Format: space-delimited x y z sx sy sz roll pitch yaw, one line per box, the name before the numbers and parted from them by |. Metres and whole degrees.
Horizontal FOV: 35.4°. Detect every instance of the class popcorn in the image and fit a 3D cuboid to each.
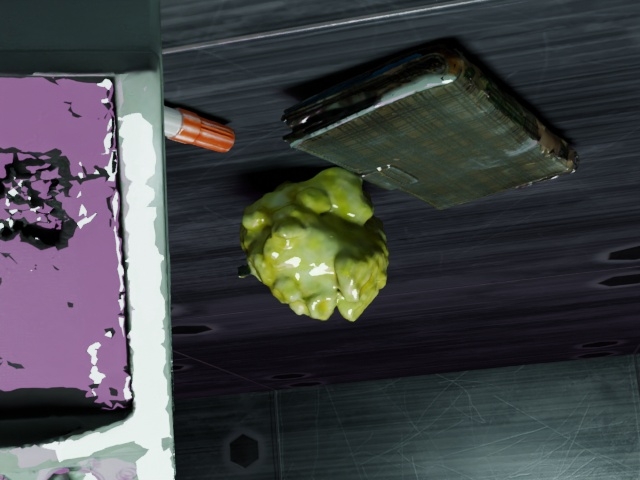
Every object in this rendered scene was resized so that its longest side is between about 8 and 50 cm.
popcorn | -0.009 0.007 1.045 0.142 0.173 0.174 -23 157 33

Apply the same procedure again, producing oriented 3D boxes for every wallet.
wallet | 0.113 -0.092 0.923 0.169 0.044 0.317 -17 162 28

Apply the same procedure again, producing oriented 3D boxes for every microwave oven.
microwave oven | -0.174 -0.019 0.554 0.181 0.237 0.295 -3 131 -9

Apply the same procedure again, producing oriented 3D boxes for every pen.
pen | -0.162 -0.108 0.810 0.028 0.028 0.239 -17 160 39
